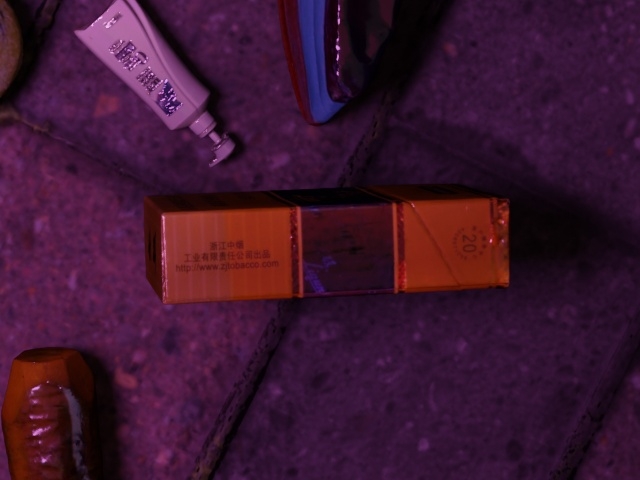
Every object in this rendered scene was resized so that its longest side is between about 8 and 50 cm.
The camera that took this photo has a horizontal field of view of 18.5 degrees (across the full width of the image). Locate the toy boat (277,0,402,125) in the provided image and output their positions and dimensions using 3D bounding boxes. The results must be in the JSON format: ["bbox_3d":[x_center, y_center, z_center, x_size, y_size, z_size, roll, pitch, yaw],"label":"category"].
[{"bbox_3d":[0.038,-0.274,1.389,0.136,0.079,0.392,9,92,-20],"label":"toy boat"}]

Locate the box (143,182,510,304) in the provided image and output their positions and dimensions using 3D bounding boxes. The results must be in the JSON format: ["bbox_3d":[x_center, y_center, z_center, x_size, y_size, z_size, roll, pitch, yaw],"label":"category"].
[{"bbox_3d":[0.000,0.001,1.364,0.237,0.152,0.070,-4,96,-9],"label":"box"}]

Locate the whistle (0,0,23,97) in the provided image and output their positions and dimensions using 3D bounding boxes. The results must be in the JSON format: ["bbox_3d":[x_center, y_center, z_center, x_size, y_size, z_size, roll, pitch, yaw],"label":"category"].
[{"bbox_3d":[-0.256,-0.181,1.359,0.104,0.057,0.198,5,87,-21],"label":"whistle"}]

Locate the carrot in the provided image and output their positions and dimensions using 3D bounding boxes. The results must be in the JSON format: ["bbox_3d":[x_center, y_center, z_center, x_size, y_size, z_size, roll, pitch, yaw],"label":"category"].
[{"bbox_3d":[-0.178,0.206,1.397,0.070,0.070,0.260,-10,98,-9],"label":"carrot"}]

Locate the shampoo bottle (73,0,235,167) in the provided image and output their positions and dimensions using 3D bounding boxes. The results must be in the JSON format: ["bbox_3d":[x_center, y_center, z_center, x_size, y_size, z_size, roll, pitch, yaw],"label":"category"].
[{"bbox_3d":[-0.110,-0.113,1.396,0.049,0.034,0.141,-45,102,-9],"label":"shampoo bottle"}]
